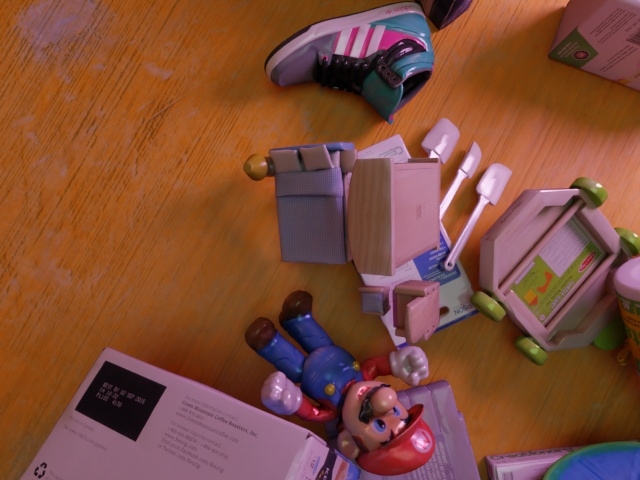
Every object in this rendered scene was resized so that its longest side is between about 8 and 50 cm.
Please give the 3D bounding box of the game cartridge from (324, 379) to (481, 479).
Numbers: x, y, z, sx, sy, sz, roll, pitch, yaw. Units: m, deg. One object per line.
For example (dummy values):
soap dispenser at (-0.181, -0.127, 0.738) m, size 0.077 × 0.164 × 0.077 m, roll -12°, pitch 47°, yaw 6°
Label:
game cartridge at (0.156, 0.432, 0.797) m, size 0.230 × 0.068 × 0.354 m, roll -13°, pitch 85°, yaw -5°

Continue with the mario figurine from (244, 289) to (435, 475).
mario figurine at (0.039, 0.201, 0.721) m, size 0.321 × 0.170 × 0.198 m, roll 39°, pitch 91°, yaw 22°

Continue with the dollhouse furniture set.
dollhouse furniture set at (0.000, 0.000, 0.708) m, size 0.304 × 0.198 × 0.286 m, roll 3°, pitch 100°, yaw 30°

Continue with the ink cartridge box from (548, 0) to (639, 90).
ink cartridge box at (0.562, -0.344, 0.784) m, size 0.278 × 0.201 × 0.117 m, roll 21°, pitch 86°, yaw 2°

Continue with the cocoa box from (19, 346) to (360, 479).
cocoa box at (-0.163, 0.325, 0.631) m, size 0.347 × 0.228 × 0.231 m, roll 11°, pitch 61°, yaw 28°

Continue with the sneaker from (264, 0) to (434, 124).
sneaker at (0.067, -0.278, 0.826) m, size 0.296 × 0.124 × 0.178 m, roll -20°, pitch 76°, yaw -3°

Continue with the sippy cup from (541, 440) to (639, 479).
sippy cup at (0.455, 0.444, 0.668) m, size 0.240 × 0.306 × 0.224 m, roll -21°, pitch 96°, yaw -36°

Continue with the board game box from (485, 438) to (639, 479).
board game box at (0.442, 0.445, 0.796) m, size 0.306 × 0.053 × 0.192 m, roll -6°, pitch 84°, yaw 0°

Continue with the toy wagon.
toy wagon at (0.410, 0.077, 0.794) m, size 0.344 × 0.068 × 0.267 m, roll 44°, pitch 86°, yaw -17°

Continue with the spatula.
spatula at (0.216, -0.082, 0.814) m, size 0.168 × 0.019 × 0.242 m, roll 39°, pitch 68°, yaw -9°

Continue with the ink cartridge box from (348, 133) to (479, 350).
ink cartridge box at (0.128, 0.002, 0.827) m, size 0.166 × 0.065 × 0.332 m, roll -23°, pitch 84°, yaw -2°

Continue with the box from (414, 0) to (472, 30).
box at (0.154, -0.534, 0.781) m, size 0.077 × 0.242 × 0.307 m, roll -38°, pitch 87°, yaw -3°

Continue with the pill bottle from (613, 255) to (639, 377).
pill bottle at (0.550, 0.151, 0.736) m, size 0.136 × 0.136 × 0.245 m, roll -23°, pitch 104°, yaw -2°
